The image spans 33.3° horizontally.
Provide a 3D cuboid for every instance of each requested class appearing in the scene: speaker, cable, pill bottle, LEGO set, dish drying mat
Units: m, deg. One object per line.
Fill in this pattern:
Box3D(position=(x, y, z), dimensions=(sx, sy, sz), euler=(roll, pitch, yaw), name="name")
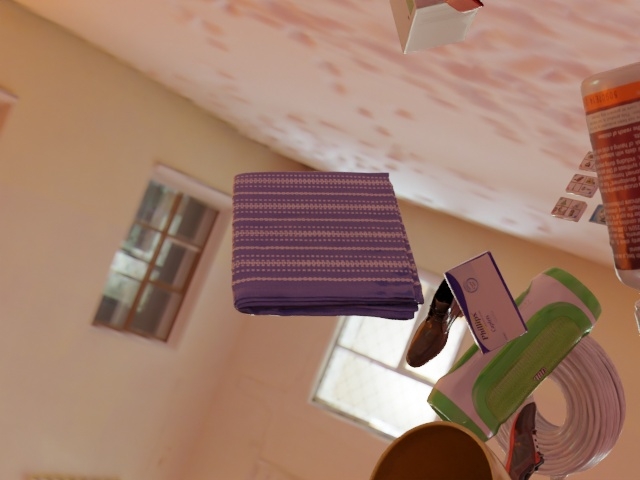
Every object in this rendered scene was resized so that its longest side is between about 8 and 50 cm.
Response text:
Box3D(position=(0.305, 0.182, 1.687), dimensions=(0.131, 0.296, 0.131), euler=(43, 173, 7), name="speaker")
Box3D(position=(0.393, 0.272, 1.827), dimensions=(0.089, 0.257, 0.257), euler=(-7, 154, -42), name="cable")
Box3D(position=(0.507, -0.056, 1.490), dimensions=(0.224, 0.392, 0.224), euler=(-11, -178, 0), name="pill bottle")
Box3D(position=(0.652, -0.099, 2.359), dimensions=(0.060, 0.182, 0.244), euler=(42, 165, -35), name="LEGO set")
Box3D(position=(0.177, -0.294, 1.319), dimensions=(0.032, 0.008, 0.083), euler=(34, 179, -10), name="dish drying mat")

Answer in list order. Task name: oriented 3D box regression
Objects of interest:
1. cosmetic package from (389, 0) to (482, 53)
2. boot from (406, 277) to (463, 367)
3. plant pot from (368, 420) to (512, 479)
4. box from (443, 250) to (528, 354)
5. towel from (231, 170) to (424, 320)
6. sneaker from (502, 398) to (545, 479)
Box3D(position=(0.234, -0.535, 2.225), dimensions=(0.155, 0.196, 0.365), euler=(-14, 175, -2), name="cosmetic package")
Box3D(position=(0.246, 0.169, 2.325), dimensions=(0.082, 0.219, 0.106), euler=(26, 160, 33), name="boot")
Box3D(position=(0.117, 0.232, 0.909), dimensions=(0.095, 0.134, 0.134), euler=(32, 172, -41), name="plant pot")
Box3D(position=(0.231, 0.086, 1.512), dimensions=(0.126, 0.072, 0.137), euler=(64, -175, 4), name="box")
Box3D(position=(0.000, 0.000, 1.465), dimensions=(0.243, 0.040, 0.336), euler=(1, -147, -5), name="towel")
Box3D(position=(0.339, 0.338, 1.737), dimensions=(0.065, 0.157, 0.061), euler=(9, 169, 32), name="sneaker")
